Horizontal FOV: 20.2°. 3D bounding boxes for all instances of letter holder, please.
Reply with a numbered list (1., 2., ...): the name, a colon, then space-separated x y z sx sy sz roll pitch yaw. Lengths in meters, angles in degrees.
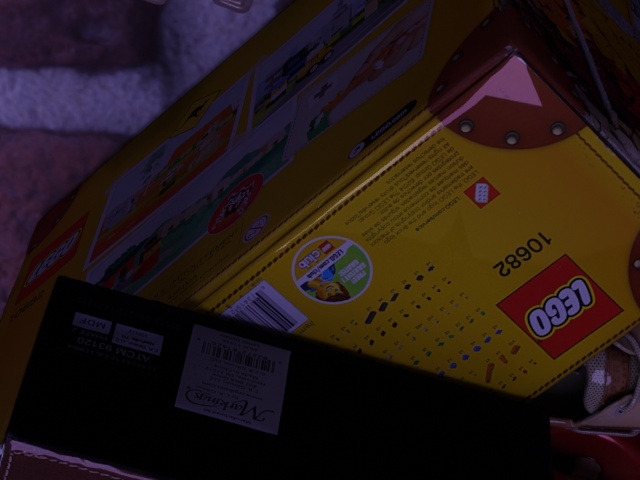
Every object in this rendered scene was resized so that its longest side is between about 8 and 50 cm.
1. letter holder: -0.042 0.182 1.038 0.301 0.152 0.214 16 123 -6

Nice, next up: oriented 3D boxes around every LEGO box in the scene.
1. LEGO box: 0.000 0.000 1.228 0.500 0.372 0.193 -38 112 24

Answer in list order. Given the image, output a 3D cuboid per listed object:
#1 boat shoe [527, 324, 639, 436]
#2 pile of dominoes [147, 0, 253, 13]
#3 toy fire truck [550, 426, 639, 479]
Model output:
1. boat shoe: 0.229 0.101 1.381 0.324 0.120 0.123 -4 94 16
2. pile of dominoes: -0.107 -0.279 1.233 0.196 0.040 0.251 20 131 -7
3. toy fire truck: 0.222 0.286 1.527 0.302 0.169 0.254 33 142 -14
